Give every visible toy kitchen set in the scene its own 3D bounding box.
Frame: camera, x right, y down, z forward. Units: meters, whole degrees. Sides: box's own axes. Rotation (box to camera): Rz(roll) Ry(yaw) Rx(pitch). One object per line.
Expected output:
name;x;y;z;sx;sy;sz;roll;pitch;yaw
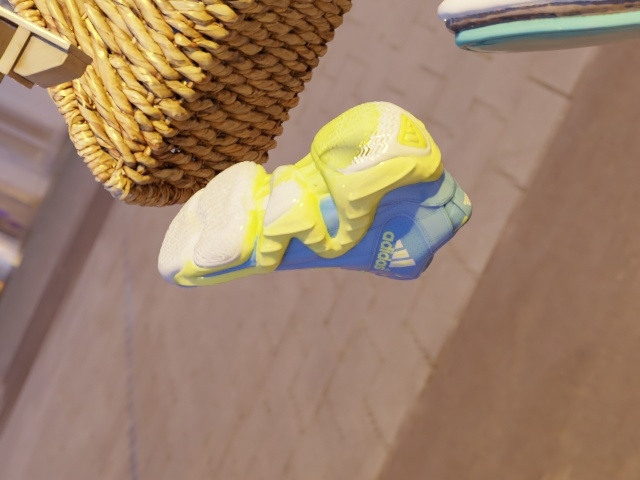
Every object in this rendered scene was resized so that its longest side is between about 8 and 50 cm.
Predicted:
toy kitchen set;-0.122;-0.043;0.588;0.075;0.068;0.083;-63;-8;-2

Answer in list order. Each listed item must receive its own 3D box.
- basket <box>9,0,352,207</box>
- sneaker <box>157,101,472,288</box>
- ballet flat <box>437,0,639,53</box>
basket;-0.137;-0.171;1.464;0.223;0.213;0.299;-61;-14;12
sneaker;0.000;0.000;1.208;0.240;0.126;0.091;-24;37;43
ballet flat;0.250;-0.168;0.929;0.400;0.139;0.139;0;56;29
